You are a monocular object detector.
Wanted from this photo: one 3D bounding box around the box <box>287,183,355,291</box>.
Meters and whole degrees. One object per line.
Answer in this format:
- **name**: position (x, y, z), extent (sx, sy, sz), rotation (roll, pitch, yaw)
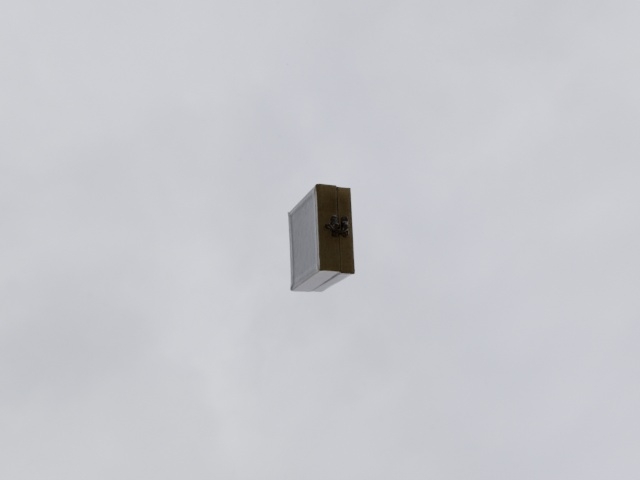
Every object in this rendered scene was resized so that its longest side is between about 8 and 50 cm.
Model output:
- **box**: position (0.000, 0.000, 0.572), extent (0.035, 0.083, 0.079), rotation (4, -109, -20)
